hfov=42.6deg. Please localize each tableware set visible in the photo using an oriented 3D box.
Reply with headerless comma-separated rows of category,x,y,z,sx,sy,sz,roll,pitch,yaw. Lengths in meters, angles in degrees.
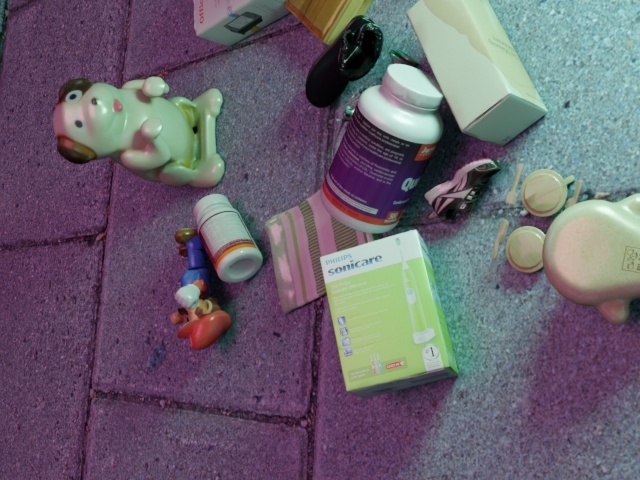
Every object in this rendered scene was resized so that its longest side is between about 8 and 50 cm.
tableware set,0.400,-0.035,1.513,0.128,0.039,0.194,21,103,34

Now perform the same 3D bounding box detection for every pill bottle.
pill bottle,0.132,-0.184,1.667,0.181,0.182,0.322,53,132,37
pill bottle,-0.241,-0.008,2.092,0.121,0.121,0.221,-51,51,26

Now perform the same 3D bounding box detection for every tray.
tray,0.084,-0.679,1.934,0.411,0.076,0.203,-57,48,22

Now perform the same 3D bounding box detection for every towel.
towel,0.000,0.000,1.909,0.325,0.038,0.247,-29,63,38

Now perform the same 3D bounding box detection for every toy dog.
toy dog,-0.514,-0.309,2.223,0.395,0.408,0.284,-4,79,44

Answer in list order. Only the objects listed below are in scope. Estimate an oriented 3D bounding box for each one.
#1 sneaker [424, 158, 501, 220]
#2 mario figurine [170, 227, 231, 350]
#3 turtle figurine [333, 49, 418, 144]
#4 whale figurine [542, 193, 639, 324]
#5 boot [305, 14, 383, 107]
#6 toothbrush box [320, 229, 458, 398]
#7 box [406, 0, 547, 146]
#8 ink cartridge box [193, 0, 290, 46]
sneaker,0.292,-0.097,1.624,0.178,0.072,0.077,-37,69,44
mario figurine,-0.344,0.133,2.126,0.170,0.198,0.320,-26,59,25
turtle figurine,0.121,-0.302,1.798,0.234,0.118,0.175,-55,8,20
whale figurine,0.507,0.033,1.349,0.272,0.141,0.216,9,89,21
boot,0.047,-0.387,1.832,0.246,0.094,0.207,-53,13,18
toothbrush box,0.135,0.149,1.630,0.206,0.122,0.283,-17,69,13
box,0.300,-0.348,1.600,0.121,0.148,0.311,-39,58,33
ink cartridge box,-0.195,-0.680,2.174,0.306,0.131,0.226,-16,72,44
